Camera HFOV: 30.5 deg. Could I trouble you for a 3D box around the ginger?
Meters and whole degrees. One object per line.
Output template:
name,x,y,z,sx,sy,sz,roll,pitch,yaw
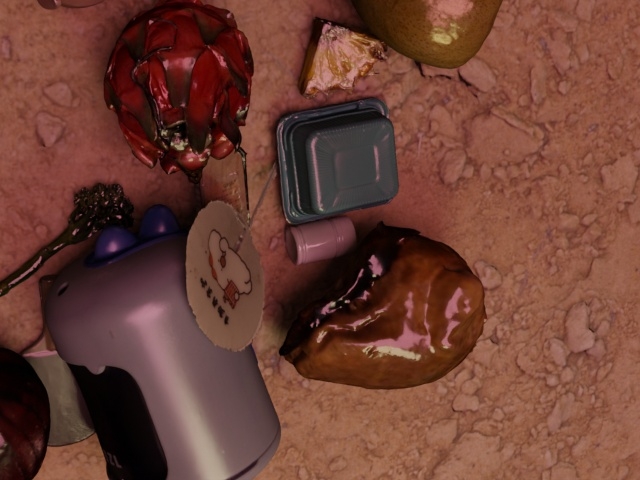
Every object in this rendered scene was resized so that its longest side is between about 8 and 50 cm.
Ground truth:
ginger,0.101,0.115,1.628,0.223,0.200,0.269,37,84,3

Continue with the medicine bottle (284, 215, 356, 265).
medicine bottle,0.000,0.000,1.638,0.089,0.057,0.057,-12,110,-17

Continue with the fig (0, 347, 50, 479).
fig,-0.418,0.265,1.491,0.204,0.186,0.249,-42,123,-21

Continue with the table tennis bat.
table tennis bat,-0.351,0.165,1.571,0.138,0.022,0.247,-8,110,-19

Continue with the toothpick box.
toothpick box,-0.200,0.136,1.507,0.263,0.263,0.355,-24,111,-13

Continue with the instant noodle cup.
instant noodle cup,0.032,-0.106,1.604,0.179,0.070,0.157,-13,109,-23

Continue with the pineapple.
pineapple,0.021,-0.248,1.564,0.137,0.069,0.116,-36,116,-6

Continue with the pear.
pear,0.133,-0.337,1.502,0.211,0.228,0.188,30,132,-4

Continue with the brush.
brush,-0.133,0.010,1.596,0.070,0.065,0.327,-17,121,-24

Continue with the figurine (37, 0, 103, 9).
figurine,-0.289,-0.337,1.385,0.138,0.125,0.125,-35,116,-22

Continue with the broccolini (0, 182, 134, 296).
broccolini,-0.350,0.016,1.509,0.254,0.057,0.071,-39,73,-9

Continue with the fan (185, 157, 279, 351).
fan,-0.101,-0.001,1.498,0.009,0.329,0.191,-8,131,26

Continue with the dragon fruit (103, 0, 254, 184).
dragon fruit,-0.167,-0.182,1.415,0.193,0.274,0.192,29,123,-20
